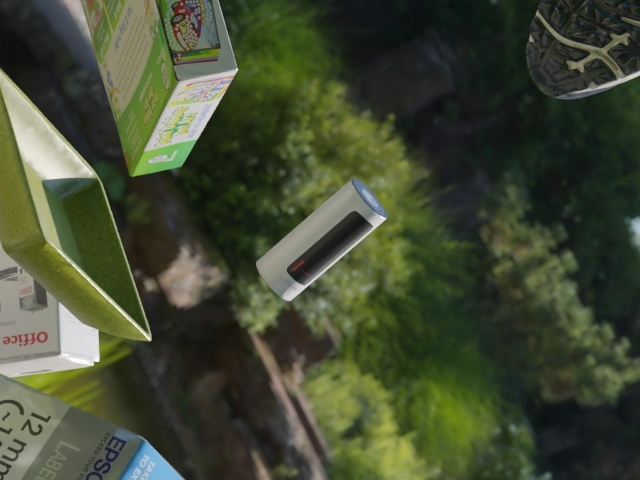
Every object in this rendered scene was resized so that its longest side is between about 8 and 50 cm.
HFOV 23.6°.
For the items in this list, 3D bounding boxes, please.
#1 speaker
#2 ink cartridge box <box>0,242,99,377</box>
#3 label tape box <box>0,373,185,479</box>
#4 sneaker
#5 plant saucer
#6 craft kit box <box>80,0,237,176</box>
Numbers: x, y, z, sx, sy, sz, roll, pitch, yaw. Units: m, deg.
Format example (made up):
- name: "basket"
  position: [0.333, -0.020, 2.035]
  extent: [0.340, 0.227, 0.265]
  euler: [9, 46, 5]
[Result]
- name: "speaker"
  position: [0.000, 0.000, 1.557]
  extent: [0.055, 0.136, 0.055]
  euler: [46, 14, -15]
- name: "ink cartridge box"
  position: [-0.349, 0.044, 1.784]
  extent: [0.092, 0.159, 0.217]
  euler: [20, 62, -66]
- name: "label tape box"
  position: [-0.238, 0.250, 1.183]
  extent: [0.348, 0.249, 0.115]
  euler: [20, -30, 20]
- name: "sneaker"
  position: [0.277, -0.192, 1.178]
  extent: [0.110, 0.283, 0.122]
  euler: [46, -10, 23]
- name: "plant saucer"
  position: [-0.216, -0.021, 1.227]
  extent: [0.188, 0.045, 0.188]
  euler: [54, 11, -54]
- name: "craft kit box"
  position: [-0.149, -0.206, 1.277]
  extent: [0.250, 0.061, 0.246]
  euler: [137, -59, -69]
